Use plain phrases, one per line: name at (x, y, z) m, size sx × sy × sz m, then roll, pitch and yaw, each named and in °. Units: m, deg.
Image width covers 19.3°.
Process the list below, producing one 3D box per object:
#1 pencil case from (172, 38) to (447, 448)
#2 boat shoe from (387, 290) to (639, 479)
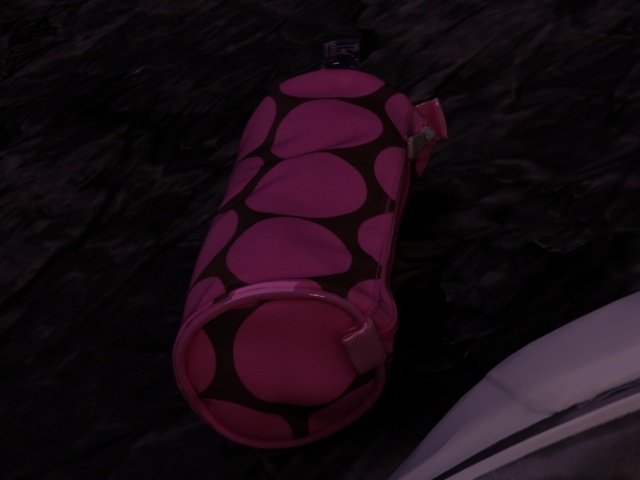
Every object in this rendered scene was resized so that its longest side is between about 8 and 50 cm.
pencil case at (0.000, 0.000, 0.819) m, size 0.098 × 0.095 × 0.209 m, roll -4°, pitch 33°, yaw 11°
boat shoe at (0.045, 0.130, 0.520) m, size 0.335 × 0.121 × 0.119 m, roll -34°, pitch 31°, yaw 12°
